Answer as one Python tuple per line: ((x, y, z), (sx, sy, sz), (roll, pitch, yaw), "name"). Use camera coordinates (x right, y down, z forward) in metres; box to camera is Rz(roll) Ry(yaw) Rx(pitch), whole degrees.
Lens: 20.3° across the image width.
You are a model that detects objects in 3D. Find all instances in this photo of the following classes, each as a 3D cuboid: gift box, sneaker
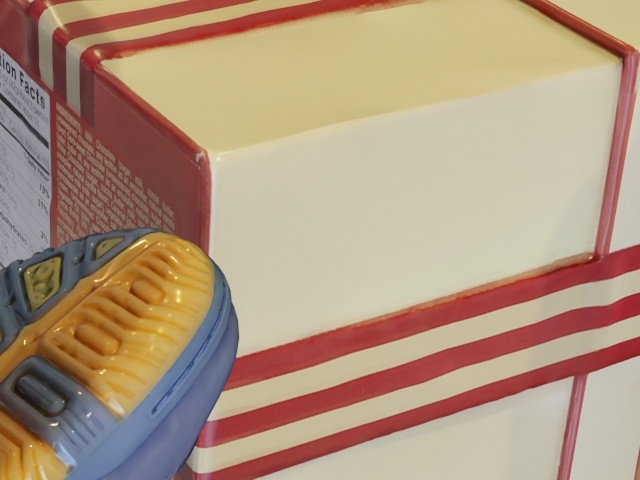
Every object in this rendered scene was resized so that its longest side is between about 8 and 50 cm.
((0.000, 0.000, 0.768), (0.258, 0.276, 0.255), (-16, 41, -29), "gift box")
((-0.113, 0.133, 0.544), (0.296, 0.131, 0.112), (-51, 32, -6), "sneaker")
